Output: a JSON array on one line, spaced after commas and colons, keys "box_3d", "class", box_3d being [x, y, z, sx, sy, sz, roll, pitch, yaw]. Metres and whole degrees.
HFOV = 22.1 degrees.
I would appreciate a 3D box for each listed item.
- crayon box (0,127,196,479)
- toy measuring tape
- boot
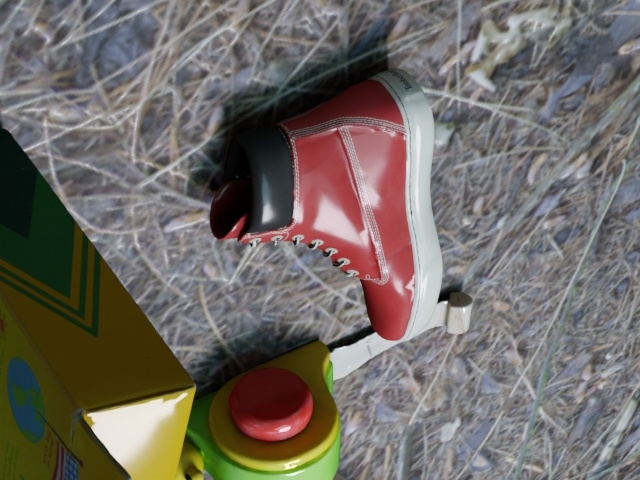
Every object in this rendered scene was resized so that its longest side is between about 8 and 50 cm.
[{"box_3d": [-0.175, 0.102, 1.018, 0.081, 0.318, 0.202, -11, 134, -33], "class": "crayon box"}, {"box_3d": [0.014, 0.144, 1.387, 0.330, 0.121, 0.121, -22, 138, -23], "class": "toy measuring tape"}, {"box_3d": [0.000, 0.000, 1.261, 0.176, 0.088, 0.244, -24, 131, -20], "class": "boot"}]
